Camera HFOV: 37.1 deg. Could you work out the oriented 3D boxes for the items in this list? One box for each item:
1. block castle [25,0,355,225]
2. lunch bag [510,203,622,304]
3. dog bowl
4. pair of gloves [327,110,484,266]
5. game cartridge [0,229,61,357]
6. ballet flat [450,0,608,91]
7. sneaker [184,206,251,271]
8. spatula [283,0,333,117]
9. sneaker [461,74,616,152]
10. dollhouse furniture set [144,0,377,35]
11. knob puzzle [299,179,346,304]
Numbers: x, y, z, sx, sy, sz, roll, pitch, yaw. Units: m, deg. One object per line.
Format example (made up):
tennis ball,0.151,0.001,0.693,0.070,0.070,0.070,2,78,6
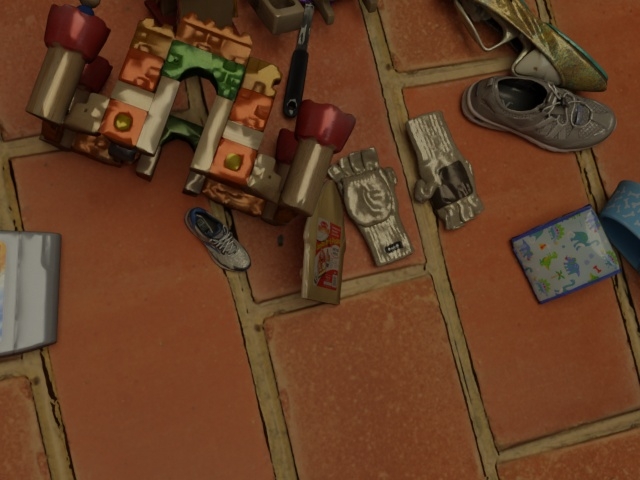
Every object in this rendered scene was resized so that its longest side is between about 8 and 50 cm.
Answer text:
block castle,-0.193,-0.194,1.429,0.453,0.303,0.213,20,83,-9
lunch bag,0.420,0.024,1.637,0.151,0.096,0.129,-26,86,13
dog bowl,0.596,0.029,1.646,0.074,0.166,0.297,-42,91,-4
pair of gloves,0.150,-0.089,1.621,0.240,0.042,0.204,-29,91,-14
game cartridge,-0.543,0.081,1.426,0.297,0.062,0.198,1,76,-13
ballet flat,0.348,-0.356,1.680,0.348,0.123,0.123,43,74,-4
sneaker,-0.164,-0.001,1.524,0.135,0.058,0.052,43,74,-3
spatula,-0.027,-0.348,1.631,0.084,0.030,0.297,10,79,-5
sneaker,0.393,-0.223,1.661,0.281,0.115,0.105,7,79,-12
dollhouse furniture set,-0.087,-0.445,1.518,0.374,0.201,0.152,-20,60,-22
knob puzzle,0.000,0.000,1.508,0.030,0.213,0.213,3,78,19
